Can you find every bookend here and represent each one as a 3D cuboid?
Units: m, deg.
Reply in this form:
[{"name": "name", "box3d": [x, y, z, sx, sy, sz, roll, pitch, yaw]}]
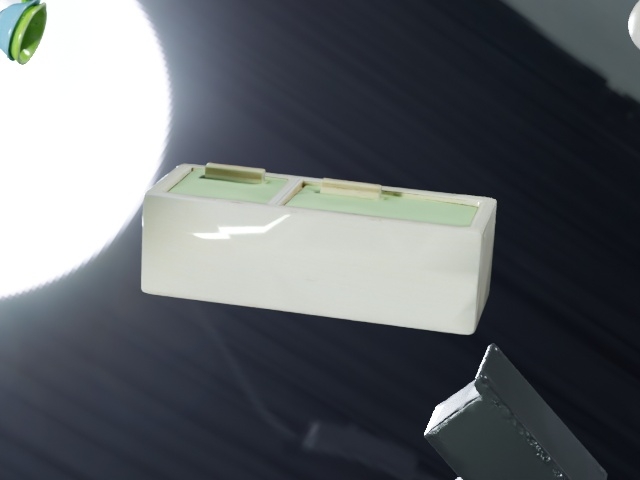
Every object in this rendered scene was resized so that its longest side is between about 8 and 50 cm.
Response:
[{"name": "bookend", "box3d": [0.137, 0.202, 1.376, 0.157, 0.156, 0.072, -40, 5, 24]}]

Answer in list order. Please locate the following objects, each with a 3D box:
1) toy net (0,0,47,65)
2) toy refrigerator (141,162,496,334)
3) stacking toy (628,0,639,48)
[{"name": "toy net", "box3d": [-0.297, -0.296, 1.639, 0.232, 0.045, 0.122, 105, -169, -46]}, {"name": "toy refrigerator", "box3d": [0.000, 0.000, 1.275, 0.102, 0.269, 0.094, -51, -34, -68]}, {"name": "stacking toy", "box3d": [0.318, -0.023, 1.056, 0.141, 0.141, 0.330, -34, 70, 61]}]
